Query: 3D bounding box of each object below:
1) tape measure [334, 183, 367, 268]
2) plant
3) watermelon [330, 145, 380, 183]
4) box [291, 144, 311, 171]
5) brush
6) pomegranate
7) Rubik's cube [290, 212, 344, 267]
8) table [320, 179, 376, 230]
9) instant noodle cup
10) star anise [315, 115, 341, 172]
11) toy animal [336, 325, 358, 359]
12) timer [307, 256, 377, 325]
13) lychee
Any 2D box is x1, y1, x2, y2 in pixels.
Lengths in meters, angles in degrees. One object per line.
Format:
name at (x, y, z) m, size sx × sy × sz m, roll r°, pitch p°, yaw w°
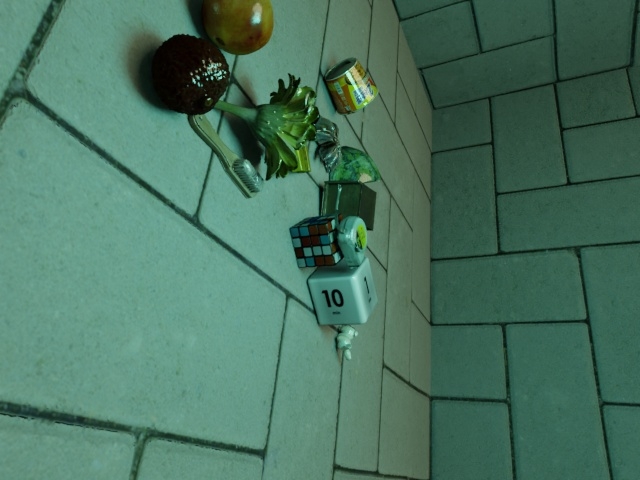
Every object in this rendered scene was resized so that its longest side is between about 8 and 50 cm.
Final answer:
tape measure at (0.083, -0.070, 1.632) m, size 0.164 × 0.084 × 0.330 m, roll -70°, pitch 146°, yaw -48°
plant at (-0.129, -0.358, 1.394) m, size 0.297 × 0.261 × 0.306 m, roll 47°, pitch 27°, yaw -47°
watermelon at (0.144, -0.306, 2.127) m, size 0.224 × 0.180 × 0.305 m, roll 41°, pitch 27°, yaw 13°
box at (-0.077, -0.312, 1.662) m, size 0.279 × 0.040 × 0.153 m, roll -52°, pitch 131°, yaw -81°
brush at (-0.250, -0.238, 1.349) m, size 0.327 × 0.065 × 0.070 m, roll 54°, pitch 41°, yaw -45°
pomegranate at (-0.227, -0.622, 1.324) m, size 0.209 × 0.209 × 0.209 m, roll -6°, pitch 90°, yaw -65°
Rubik's cube at (0.000, 0.000, 1.718) m, size 0.154 × 0.151 × 0.155 m, roll -35°, pitch 115°, yaw -61°
table at (0.109, -0.140, 1.951) m, size 0.193 × 0.172 × 0.169 m, roll 18°, pitch 76°, yaw -61°
instant noodle cup at (0.126, -0.683, 2.107) m, size 0.174 × 0.213 × 0.213 m, roll 54°, pitch 37°, yaw -33°
star anise at (0.030, -0.391, 1.957) m, size 0.229 × 0.092 × 0.237 m, roll -71°, pitch 149°, yaw -52°
toy animal at (0.101, 0.405, 1.932) m, size 0.124 × 0.085 × 0.071 m, roll -57°, pitch 152°, yaw -46°
timer at (0.088, 0.189, 1.808) m, size 0.194 × 0.192 × 0.195 m, roll -46°, pitch 125°, yaw -59°
lychee at (-0.306, -0.391, 1.130) m, size 0.194 × 0.194 × 0.195 m, roll -6°, pitch 90°, yaw -65°
